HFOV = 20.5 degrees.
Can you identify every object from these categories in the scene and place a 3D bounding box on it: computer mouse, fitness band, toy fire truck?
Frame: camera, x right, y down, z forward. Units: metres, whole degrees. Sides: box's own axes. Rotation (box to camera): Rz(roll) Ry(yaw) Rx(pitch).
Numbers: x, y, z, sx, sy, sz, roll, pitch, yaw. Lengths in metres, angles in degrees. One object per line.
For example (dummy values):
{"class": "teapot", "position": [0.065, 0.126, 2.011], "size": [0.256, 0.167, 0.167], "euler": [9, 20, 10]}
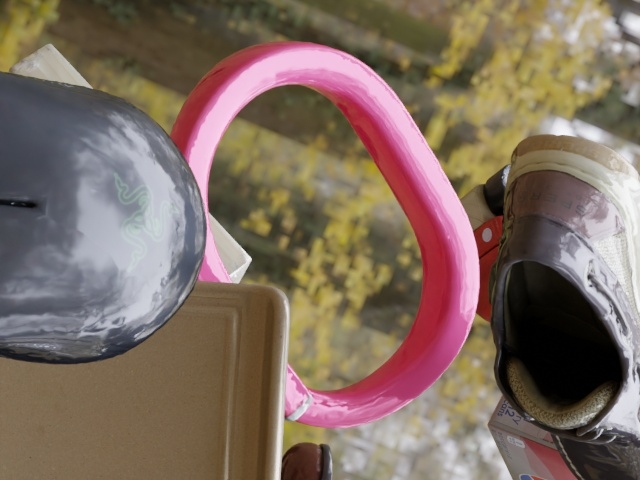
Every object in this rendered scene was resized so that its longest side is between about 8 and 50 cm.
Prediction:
{"class": "computer mouse", "position": [-0.162, -0.006, 0.701], "size": [0.072, 0.272, 0.188], "euler": [-11, -101, 64]}
{"class": "fitness band", "position": [0.000, 0.000, 1.228], "size": [0.209, 0.291, 0.054], "euler": [-42, -152, -20]}
{"class": "toy fire truck", "position": [0.240, 0.070, 1.860], "size": [0.158, 0.217, 0.246], "euler": [-40, -126, 43]}

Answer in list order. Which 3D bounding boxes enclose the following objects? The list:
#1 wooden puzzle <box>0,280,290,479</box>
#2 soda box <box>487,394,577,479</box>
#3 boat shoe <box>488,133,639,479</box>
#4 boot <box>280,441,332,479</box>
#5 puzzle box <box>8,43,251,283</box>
{"class": "wooden puzzle", "position": [-0.136, 0.131, 1.085], "size": [0.044, 0.239, 0.220], "euler": [5, 88, -77]}
{"class": "soda box", "position": [0.197, 0.160, 1.285], "size": [0.092, 0.083, 0.263], "euler": [-61, 153, -18]}
{"class": "boat shoe", "position": [0.143, 0.066, 0.997], "size": [0.092, 0.103, 0.285], "euler": [-57, 148, -32]}
{"class": "boot", "position": [-0.157, 0.222, 1.413], "size": [0.264, 0.280, 0.096], "euler": [-56, -164, 24]}
{"class": "puzzle box", "position": [-0.224, 0.029, 1.688], "size": [0.052, 0.272, 0.409], "euler": [-38, 169, -33]}
